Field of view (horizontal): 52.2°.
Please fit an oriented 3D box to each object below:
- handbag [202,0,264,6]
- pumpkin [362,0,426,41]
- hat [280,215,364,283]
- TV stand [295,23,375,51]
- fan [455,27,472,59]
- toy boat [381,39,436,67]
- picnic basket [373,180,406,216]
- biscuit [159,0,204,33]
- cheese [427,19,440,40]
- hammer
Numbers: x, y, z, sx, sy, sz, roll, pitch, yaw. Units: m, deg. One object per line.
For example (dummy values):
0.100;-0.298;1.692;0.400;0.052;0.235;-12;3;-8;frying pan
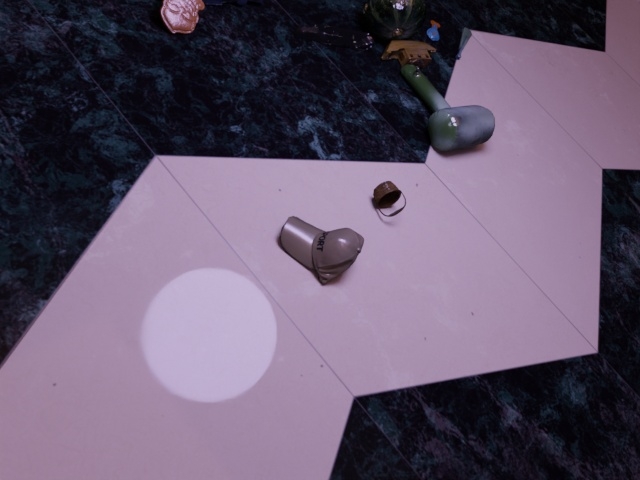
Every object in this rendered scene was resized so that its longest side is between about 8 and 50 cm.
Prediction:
-0.308;-0.739;1.765;0.325;0.118;0.269;-12;66;-32;handbag
0.224;-0.682;1.965;0.190;0.190;0.146;-10;70;-33;pumpkin
0.000;0.000;1.435;0.175;0.085;0.147;31;50;-8;hat
0.041;-0.592;1.899;0.249;0.036;0.042;0;60;-28;TV stand
0.481;-0.663;2.200;0.038;0.016;0.193;32;49;-8;fan
0.270;-0.565;1.993;0.200;0.057;0.077;-8;68;-33;toy boat
0.171;-0.097;1.606;0.072;0.072;0.083;-6;53;-31;picnic basket
-0.350;-0.581;1.650;0.102;0.019;0.131;37;74;-32;biscuit
0.376;-0.695;2.165;0.047;0.017;0.111;28;49;-13;cheese
0.345;-0.404;1.896;0.206;0.119;0.336;-15;60;-37;hammer
